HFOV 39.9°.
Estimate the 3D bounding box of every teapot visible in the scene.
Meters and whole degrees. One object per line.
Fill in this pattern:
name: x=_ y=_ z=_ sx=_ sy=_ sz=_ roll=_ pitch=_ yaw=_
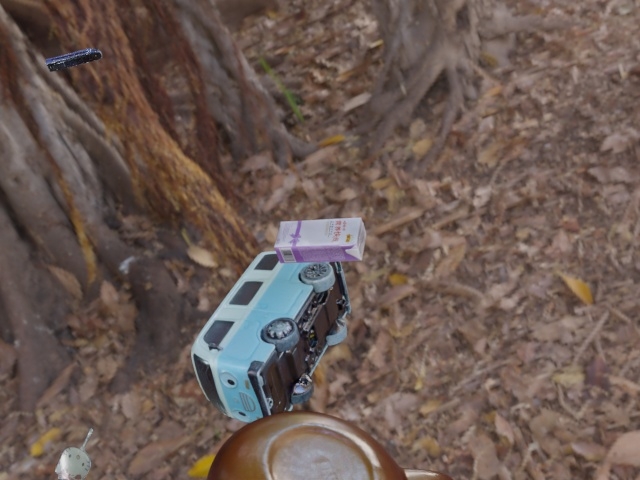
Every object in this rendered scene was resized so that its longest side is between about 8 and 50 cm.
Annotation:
teapot: x=0.004 y=0.239 z=0.767 sx=0.252 sy=0.135 sz=0.178 roll=4 pitch=40 yaw=-22

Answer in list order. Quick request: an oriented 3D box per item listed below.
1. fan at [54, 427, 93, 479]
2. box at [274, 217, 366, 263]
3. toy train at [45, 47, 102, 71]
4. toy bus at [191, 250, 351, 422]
fan: x=-0.339 y=0.301 z=1.235 sx=0.056 sy=0.004 sz=0.083 roll=20 pitch=82 yaw=27
box: x=0.000 y=0.000 z=1.176 sx=0.117 sy=0.036 sz=0.051 roll=-4 pitch=49 yaw=16
toy train: x=-0.365 y=-0.270 z=1.312 sx=0.083 sy=0.017 sz=0.017 roll=-14 pitch=46 yaw=1
toy bus: x=-0.076 y=0.135 z=1.279 sx=0.164 sy=0.133 sz=0.271 roll=6 pitch=39 yaw=25
